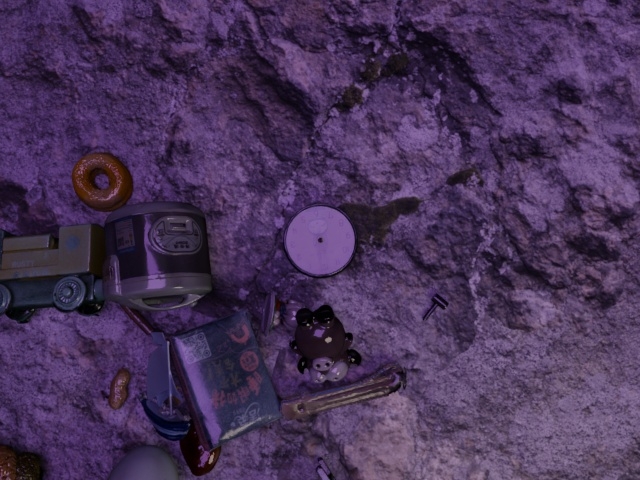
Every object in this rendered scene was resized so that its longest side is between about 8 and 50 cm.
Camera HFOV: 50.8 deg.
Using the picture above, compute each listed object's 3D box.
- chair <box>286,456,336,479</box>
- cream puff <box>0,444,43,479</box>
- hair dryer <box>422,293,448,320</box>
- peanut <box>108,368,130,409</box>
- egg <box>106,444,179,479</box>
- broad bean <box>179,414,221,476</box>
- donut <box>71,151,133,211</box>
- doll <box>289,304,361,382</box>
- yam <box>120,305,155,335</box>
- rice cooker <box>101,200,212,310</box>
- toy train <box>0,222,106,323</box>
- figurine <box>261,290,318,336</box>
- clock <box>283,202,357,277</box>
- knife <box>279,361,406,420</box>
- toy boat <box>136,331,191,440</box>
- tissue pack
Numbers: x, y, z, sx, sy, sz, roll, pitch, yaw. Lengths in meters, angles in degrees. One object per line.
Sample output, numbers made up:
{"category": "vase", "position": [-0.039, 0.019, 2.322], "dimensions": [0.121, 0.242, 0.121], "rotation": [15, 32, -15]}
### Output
{"category": "chair", "position": [0.020, 0.734, 1.781], "dimensions": [0.136, 0.147, 0.271], "rotation": [-32, 83, -4]}
{"category": "cream puff", "position": [-0.823, 0.637, 1.802], "dimensions": [0.168, 0.183, 0.184], "rotation": [3, 83, -25]}
{"category": "hair dryer", "position": [0.318, 0.195, 1.896], "dimensions": [0.047, 0.026, 0.083], "rotation": [39, 89, 5]}
{"category": "peanut", "position": [-0.557, 0.412, 1.865], "dimensions": [0.053, 0.054, 0.113], "rotation": [10, 84, 1]}
{"category": "egg", "position": [-0.474, 0.720, 1.742], "dimensions": [0.229, 0.230, 0.371], "rotation": [10, 80, 1]}
{"category": "broad bean", "position": [-0.325, 0.550, 1.832], "dimensions": [0.114, 0.084, 0.165], "rotation": [-15, 80, -9]}
{"category": "donut", "position": [-0.625, -0.170, 1.917], "dimensions": [0.178, 0.065, 0.162], "rotation": [36, 85, 5]}
{"category": "doll", "position": [0.010, 0.282, 1.800], "dimensions": [0.181, 0.117, 0.258], "rotation": [-7, 124, 7]}
{"category": "yam", "position": [-0.523, 0.208, 1.894], "dimensions": [0.032, 0.032, 0.145], "rotation": [-43, 86, -4]}
{"category": "rice cooker", "position": [-0.430, 0.048, 1.782], "dimensions": [0.288, 0.288, 0.277], "rotation": [-6, 79, 0]}
{"category": "toy train", "position": [-0.751, 0.089, 1.836], "dimensions": [0.396, 0.160, 0.254], "rotation": [-5, 77, 8]}
{"category": "figurine", "position": [-0.077, 0.213, 1.857], "dimensions": [0.153, 0.132, 0.133], "rotation": [10, 84, -11]}
{"category": "clock", "position": [0.000, 0.000, 1.908], "dimensions": [0.214, 0.042, 0.215], "rotation": [0, 84, 0]}
{"category": "knife", "position": [0.063, 0.414, 1.839], "dimensions": [0.364, 0.043, 0.089], "rotation": [-13, 90, -12]}
{"category": "toy boat", "position": [-0.424, 0.380, 1.786], "dimensions": [0.220, 0.067, 0.291], "rotation": [13, 114, 42]}
{"category": "tissue pack", "position": [-0.257, 0.370, 1.807], "dimensions": [0.227, 0.103, 0.316], "rotation": [-18, 83, -25]}
